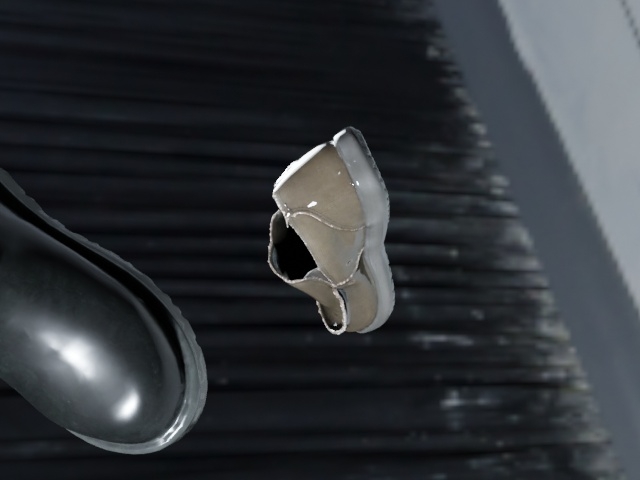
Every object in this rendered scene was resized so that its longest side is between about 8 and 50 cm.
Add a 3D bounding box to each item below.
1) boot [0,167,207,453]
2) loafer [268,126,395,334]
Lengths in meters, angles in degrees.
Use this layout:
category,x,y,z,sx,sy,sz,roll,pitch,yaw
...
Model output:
category,x,y,z,sx,sy,sz,roll,pitch,yaw
boot,-0.261,0.048,1.237,0.348,0.260,0.131,38,105,8
loafer,0.000,0.000,1.166,0.220,0.078,0.080,84,166,-59
